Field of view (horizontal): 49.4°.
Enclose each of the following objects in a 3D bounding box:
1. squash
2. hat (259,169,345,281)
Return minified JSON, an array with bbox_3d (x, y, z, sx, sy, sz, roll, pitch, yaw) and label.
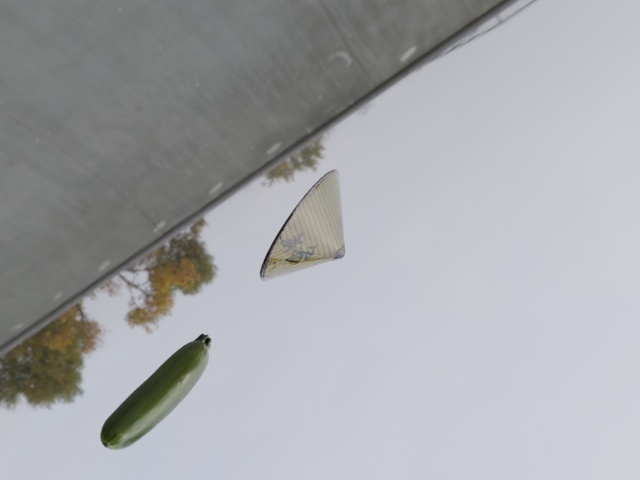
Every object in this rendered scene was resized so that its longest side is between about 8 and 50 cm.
[{"bbox_3d":[-0.245,0.234,1.099,0.066,0.066,0.252,-21,-160,48],"label":"squash"},{"bbox_3d":[0.000,0.000,0.998,0.193,0.082,0.193,-52,170,-13],"label":"hat"}]
